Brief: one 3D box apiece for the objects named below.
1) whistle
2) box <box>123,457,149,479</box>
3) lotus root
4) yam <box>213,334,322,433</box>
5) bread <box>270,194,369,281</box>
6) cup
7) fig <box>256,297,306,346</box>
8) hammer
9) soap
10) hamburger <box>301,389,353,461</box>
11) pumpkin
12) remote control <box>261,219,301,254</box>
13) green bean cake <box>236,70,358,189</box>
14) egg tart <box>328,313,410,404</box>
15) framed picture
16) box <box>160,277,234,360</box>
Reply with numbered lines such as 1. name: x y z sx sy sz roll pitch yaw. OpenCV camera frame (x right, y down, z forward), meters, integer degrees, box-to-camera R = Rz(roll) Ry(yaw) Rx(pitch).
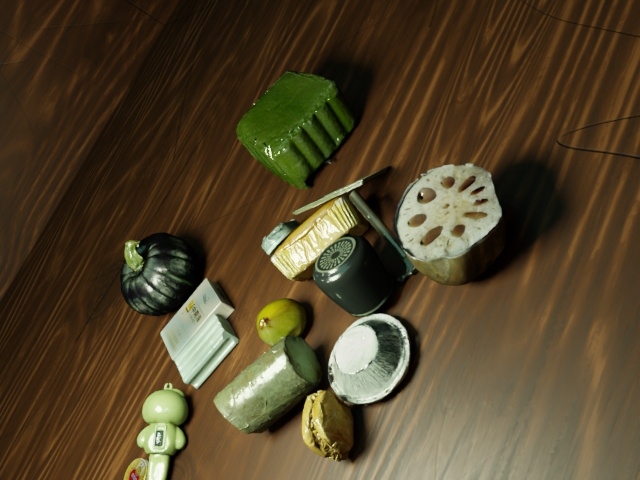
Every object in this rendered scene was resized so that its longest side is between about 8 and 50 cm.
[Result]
1. whistle: -0.456 0.564 1.969 0.141 0.141 0.294 -7 75 42
2. box: -0.531 0.694 1.990 0.105 0.037 0.106 -25 46 30
3. lotus root: 0.316 -0.024 1.567 0.272 0.192 0.272 -21 43 21
4. yam: -0.129 0.375 1.731 0.268 0.161 0.161 -43 40 12
5. bread: 0.000 0.000 1.895 0.288 0.152 0.119 -41 69 15
6. cup: 0.088 0.076 1.724 0.169 0.176 0.223 -31 27 24
7. fig: -0.106 0.226 1.857 0.136 0.121 0.153 -24 22 25
8. hammer: 0.165 -0.026 1.770 0.125 0.027 0.297 -44 59 7
9. soap: -0.346 0.334 2.051 0.198 0.066 0.119 -49 40 5
10. hamburger: 0.019 0.425 1.562 0.083 0.138 0.147 -29 36 30
11. pumpkin: -0.566 0.105 2.281 0.295 0.296 0.296 -26 46 30
12. remote control: -0.109 -0.011 1.975 0.104 0.052 0.247 -46 -3 9
13. green bean cake: -0.069 -0.365 2.201 0.319 0.218 0.335 -48 45 -6
14. egg tart: 0.108 0.275 1.623 0.234 0.094 0.234 -24 46 27
15. framed picture: 0.060 -0.142 1.950 0.252 0.014 0.197 -23 5 32
16. box: -0.394 0.258 2.156 0.243 0.067 0.155 -51 40 4
